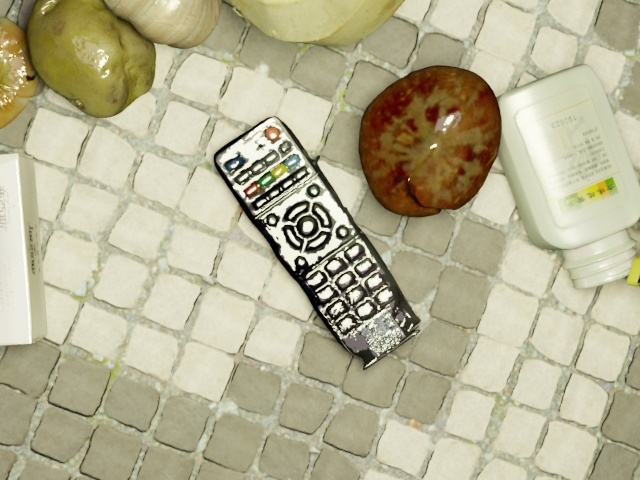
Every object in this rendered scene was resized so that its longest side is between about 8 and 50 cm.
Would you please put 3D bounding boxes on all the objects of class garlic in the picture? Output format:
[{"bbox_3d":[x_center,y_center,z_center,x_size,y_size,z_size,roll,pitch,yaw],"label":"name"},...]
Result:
[{"bbox_3d":[-0.227,-0.387,1.570,0.152,0.228,0.228,-35,94,26],"label":"garlic"}]

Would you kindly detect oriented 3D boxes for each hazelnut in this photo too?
[{"bbox_3d":[0.153,-0.149,1.614,0.218,0.218,0.234,23,100,-6],"label":"hazelnut"}]

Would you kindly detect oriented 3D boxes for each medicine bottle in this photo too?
[{"bbox_3d":[0.385,-0.092,1.688,0.179,0.124,0.324,-22,91,-11],"label":"medicine bottle"}]

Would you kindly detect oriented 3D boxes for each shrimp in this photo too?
[{"bbox_3d":[-0.525,-0.209,1.618,0.267,0.061,0.145,-45,104,-7],"label":"shrimp"}]

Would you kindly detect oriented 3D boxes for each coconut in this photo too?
[{"bbox_3d":[-0.004,-0.427,1.556,0.322,0.323,0.323,0,90,-6],"label":"coconut"}]

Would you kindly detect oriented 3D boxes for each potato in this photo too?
[{"bbox_3d":[-0.336,-0.276,1.599,0.137,0.154,0.200,-33,104,36],"label":"potato"}]

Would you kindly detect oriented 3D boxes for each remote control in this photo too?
[{"bbox_3d":[0.000,0.000,1.673,0.144,0.062,0.399,-35,92,-6],"label":"remote control"}]

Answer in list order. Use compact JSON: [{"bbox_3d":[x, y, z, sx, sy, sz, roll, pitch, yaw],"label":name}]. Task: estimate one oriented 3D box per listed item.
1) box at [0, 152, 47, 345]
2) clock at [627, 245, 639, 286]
[{"bbox_3d":[-0.513,0.017,1.586,0.203,0.116,0.274,-5,90,-3],"label":"box"},{"bbox_3d":[0.598,0.012,1.713,0.293,0.071,0.277,31,75,-23],"label":"clock"}]
